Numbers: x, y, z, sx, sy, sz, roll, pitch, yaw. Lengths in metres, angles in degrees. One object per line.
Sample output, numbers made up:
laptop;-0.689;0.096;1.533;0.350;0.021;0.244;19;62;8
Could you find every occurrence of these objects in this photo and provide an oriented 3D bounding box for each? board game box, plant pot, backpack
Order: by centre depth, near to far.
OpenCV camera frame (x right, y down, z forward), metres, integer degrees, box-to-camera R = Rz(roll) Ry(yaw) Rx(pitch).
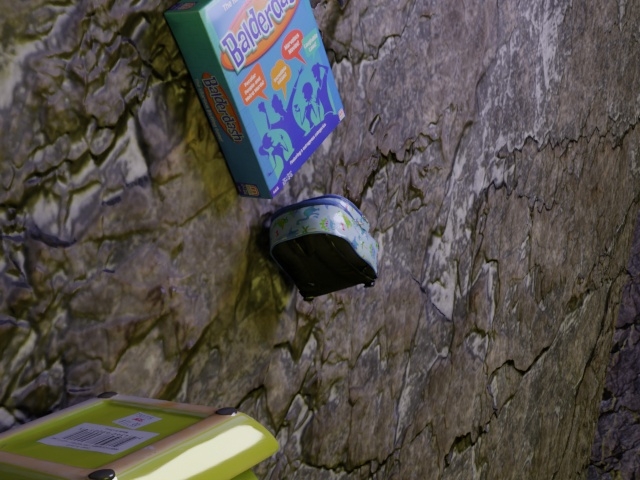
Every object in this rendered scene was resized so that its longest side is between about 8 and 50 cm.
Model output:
plant pot;-0.158;0.243;0.685;0.227;0.228;0.207;-14;102;-54
board game box;-0.057;-0.172;0.904;0.160;0.047;0.210;-52;135;-37
backpack;0.000;0.000;0.978;0.114;0.105;0.084;47;36;-48
